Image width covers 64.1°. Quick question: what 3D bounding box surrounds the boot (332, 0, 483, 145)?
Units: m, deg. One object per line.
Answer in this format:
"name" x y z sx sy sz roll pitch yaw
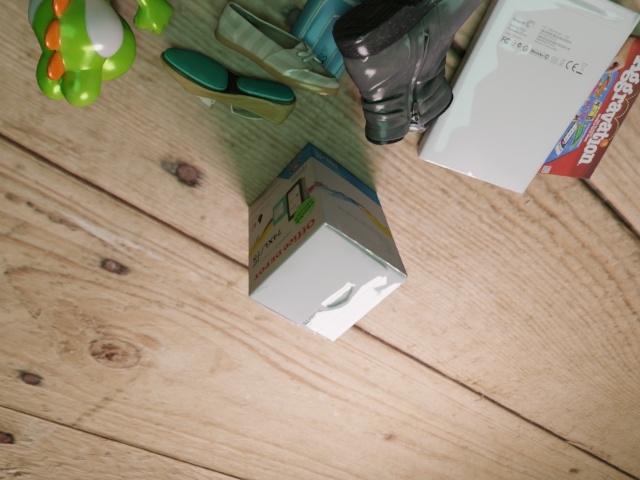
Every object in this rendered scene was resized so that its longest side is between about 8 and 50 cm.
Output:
"boot" 0.188 -0.319 0.824 0.338 0.118 0.223 -30 136 0

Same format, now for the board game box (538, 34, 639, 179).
"board game box" 0.520 -0.251 0.982 0.145 0.027 0.281 4 126 -13

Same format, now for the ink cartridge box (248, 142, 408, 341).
"ink cartridge box" 0.000 0.000 0.945 0.197 0.270 0.198 33 116 -28

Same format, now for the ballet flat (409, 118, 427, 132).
"ballet flat" 0.147 -0.218 0.948 0.114 0.041 0.041 5 126 -11

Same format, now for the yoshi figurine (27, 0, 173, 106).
"yoshi figurine" -0.310 -0.373 0.713 0.203 0.203 0.362 -8 125 -56

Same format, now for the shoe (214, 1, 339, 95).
"shoe" -0.064 -0.296 0.797 0.219 0.076 0.058 29 125 0

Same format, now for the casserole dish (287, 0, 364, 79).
"casserole dish" 0.010 -0.329 0.844 0.114 0.037 0.188 24 121 -23

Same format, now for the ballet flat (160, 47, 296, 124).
"ballet flat" -0.157 -0.248 0.860 0.232 0.080 0.073 15 138 -17

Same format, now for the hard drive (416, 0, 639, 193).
"hard drive" 0.355 -0.271 0.915 0.233 0.047 0.353 17 123 -11
